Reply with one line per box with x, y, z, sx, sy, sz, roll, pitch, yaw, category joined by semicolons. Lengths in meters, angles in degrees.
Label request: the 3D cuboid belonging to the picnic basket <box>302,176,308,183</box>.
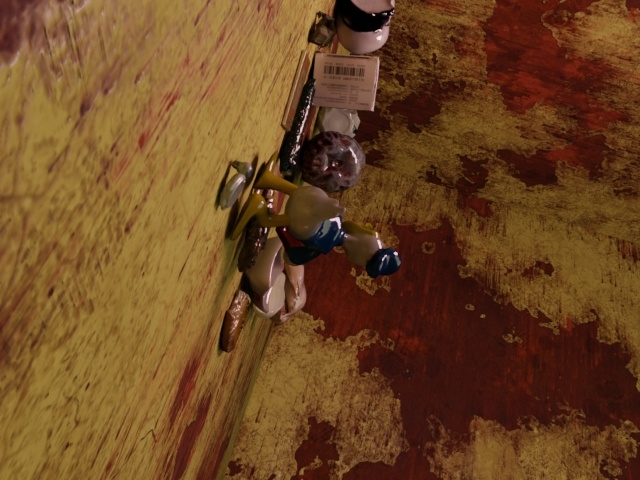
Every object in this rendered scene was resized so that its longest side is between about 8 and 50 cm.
-0.033;-0.275;2.358;0.193;0.054;0.110;-63;168;-82;picnic basket

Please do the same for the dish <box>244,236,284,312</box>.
-0.145;0.081;1.534;0.212;0.077;0.151;104;4;-65;dish

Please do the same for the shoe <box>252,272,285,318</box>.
-0.163;0.194;1.901;0.265;0.095;0.110;-77;-177;-64;shoe

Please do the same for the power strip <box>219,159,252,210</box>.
-0.137;-0.087;0.925;0.083;0.035;0.055;-60;176;-13;power strip

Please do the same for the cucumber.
-0.056;-0.281;1.474;0.043;0.044;0.257;43;61;-68;cucumber

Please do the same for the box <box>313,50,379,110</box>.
0.076;-0.450;1.718;0.333;0.173;0.145;-66;161;-77;box

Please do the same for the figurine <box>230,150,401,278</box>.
0.000;0.000;1.209;0.205;0.338;0.283;-67;-172;-18;figurine

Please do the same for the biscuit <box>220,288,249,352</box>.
-0.202;0.188;1.467;0.228;0.031;0.176;-69;177;-69;biscuit

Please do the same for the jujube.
0.041;-0.270;2.069;0.317;0.226;0.226;-101;-153;-81;jujube

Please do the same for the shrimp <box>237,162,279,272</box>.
-0.131;-0.055;1.251;0.143;0.052;0.251;76;23;-64;shrimp

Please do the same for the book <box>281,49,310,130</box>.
-0.056;-0.342;1.387;0.118;0.012;0.172;-56;163;-86;book

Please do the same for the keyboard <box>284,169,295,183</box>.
-0.066;-0.267;1.656;0.317;0.027;0.106;105;-2;-49;keyboard

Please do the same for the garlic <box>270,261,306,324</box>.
-0.116;0.184;2.068;0.217;0.110;0.228;-36;-134;48;garlic

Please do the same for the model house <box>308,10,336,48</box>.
0.001;-0.480;1.395;0.058;0.057;0.083;-38;-133;45;model house

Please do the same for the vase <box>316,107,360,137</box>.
0.071;-0.477;2.331;0.360;0.165;0.165;-82;-173;-72;vase

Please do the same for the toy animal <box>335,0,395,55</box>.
0.130;-0.671;1.803;0.235;0.165;0.187;95;-7;-70;toy animal
